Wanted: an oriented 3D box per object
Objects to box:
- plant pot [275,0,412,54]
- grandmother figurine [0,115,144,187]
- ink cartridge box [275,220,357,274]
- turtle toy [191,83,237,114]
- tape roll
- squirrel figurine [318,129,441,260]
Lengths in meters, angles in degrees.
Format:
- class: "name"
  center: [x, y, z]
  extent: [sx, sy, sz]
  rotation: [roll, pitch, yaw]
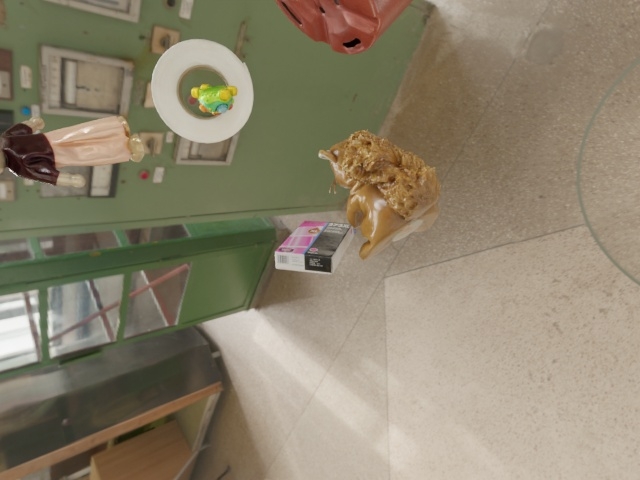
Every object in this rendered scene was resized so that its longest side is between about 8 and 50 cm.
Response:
- class: "plant pot"
  center: [0.068, -0.436, 0.573]
  extent: [0.273, 0.272, 0.265]
  rotation: [30, 82, 41]
- class: "grandmother figurine"
  center: [-0.570, -0.190, 0.849]
  extent: [0.208, 0.343, 0.103]
  rotation: [41, 134, 24]
- class: "ink cartridge box"
  center: [0.000, 0.000, 1.332]
  extent: [0.176, 0.371, 0.069]
  rotation: [5, 111, 15]
- class: "turtle toy"
  center: [-0.253, -0.349, 1.009]
  extent: [0.095, 0.130, 0.066]
  rotation: [7, 120, 9]
- class: "tape roll"
  center: [-0.342, -0.437, 1.205]
  extent: [0.100, 0.287, 0.285]
  rotation: [-123, 37, -68]
- class: "squirrel figurine"
  center: [0.169, -0.194, 1.231]
  extent: [0.370, 0.281, 0.397]
  rotation: [58, 166, 18]
